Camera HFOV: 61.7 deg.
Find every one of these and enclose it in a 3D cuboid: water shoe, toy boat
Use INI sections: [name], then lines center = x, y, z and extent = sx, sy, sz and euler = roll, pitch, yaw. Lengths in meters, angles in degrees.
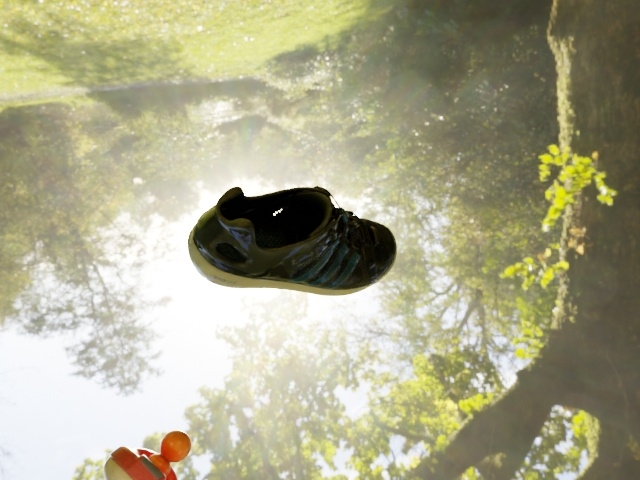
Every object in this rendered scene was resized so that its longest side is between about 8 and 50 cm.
[water shoe]
center = 0.000, 0.000, 0.427
extent = 0.203, 0.072, 0.080
euler = -3, 151, -38
[toy boat]
center = -0.313, 0.435, 1.036
extent = 0.151, 0.151, 0.231
euler = -46, 173, -26
